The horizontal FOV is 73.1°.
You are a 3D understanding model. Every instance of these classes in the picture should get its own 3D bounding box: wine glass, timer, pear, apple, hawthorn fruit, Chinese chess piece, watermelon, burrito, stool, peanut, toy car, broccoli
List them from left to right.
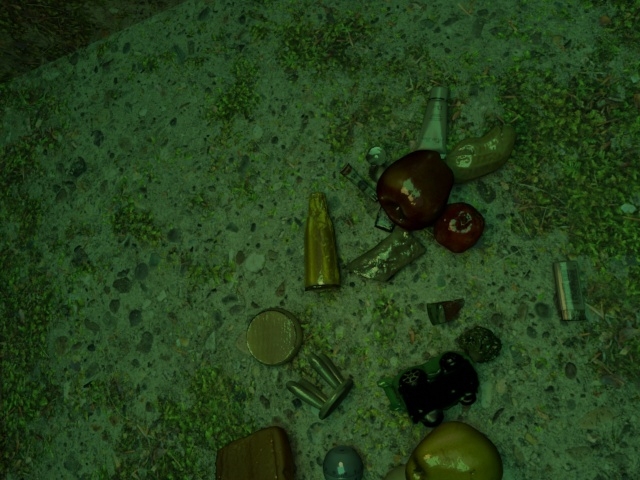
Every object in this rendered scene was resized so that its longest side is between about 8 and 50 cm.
[{"bbox_3d":[-0.202,0.418,1.877,0.249,0.103,0.250,-3,78,13],"label":"Chinese chess piece"},{"bbox_3d":[0.005,0.580,1.745,0.198,0.195,0.195,40,90,23],"label":"stool"},{"bbox_3d":[0.105,0.924,1.679,0.175,0.175,0.256,-20,101,9],"label":"timer"},{"bbox_3d":[0.258,-0.333,1.889,0.122,0.183,0.122,-3,77,12],"label":"wine glass"},{"bbox_3d":[0.273,0.084,1.833,0.347,0.107,0.175,-33,72,2],"label":"burrito"},{"bbox_3d":[0.377,-0.204,1.735,0.288,0.288,0.317,33,73,18],"label":"apple"},{"bbox_3d":[0.418,0.555,1.652,0.358,0.176,0.214,-29,104,-2],"label":"toy car"},{"bbox_3d":[0.501,0.292,1.762,0.158,0.121,0.098,-13,89,-34],"label":"watermelon"},{"bbox_3d":[0.468,0.797,1.512,0.336,0.285,0.285,-23,69,-30],"label":"pear"},{"bbox_3d":[0.560,-0.063,1.720,0.207,0.243,0.208,-1,77,6],"label":"hawthorn fruit"},{"bbox_3d":[0.662,-0.351,1.810,0.339,0.158,0.174,-18,75,3],"label":"peanut"},{"bbox_3d":[0.613,0.410,1.666,0.145,0.137,0.162,43,130,12],"label":"broccoli"}]

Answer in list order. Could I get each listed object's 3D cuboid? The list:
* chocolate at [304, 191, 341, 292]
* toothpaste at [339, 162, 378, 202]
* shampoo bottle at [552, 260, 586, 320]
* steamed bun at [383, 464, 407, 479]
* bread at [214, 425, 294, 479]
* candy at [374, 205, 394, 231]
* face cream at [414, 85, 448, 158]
[{"bbox_3d":[0.000,0.000,1.891,0.161,0.162,0.447,-6,75,13],"label":"chocolate"},{"bbox_3d":[0.182,-0.263,1.969,0.062,0.039,0.239,-47,69,8],"label":"toothpaste"},{"bbox_3d":[0.957,0.193,1.660,0.086,0.056,0.228,-5,77,11],"label":"shampoo bottle"},{"bbox_3d":[0.334,0.964,1.596,0.231,0.145,0.232,-3,77,14],"label":"steamed bun"},{"bbox_3d":[-0.249,0.930,1.697,0.327,0.148,0.337,-26,34,1],"label":"bread"},{"bbox_3d":[0.326,-0.190,1.903,0.088,0.061,0.313,19,83,15],"label":"candy"},{"bbox_3d":[0.511,-0.524,1.930,0.143,0.089,0.315,8,91,16],"label":"face cream"}]
